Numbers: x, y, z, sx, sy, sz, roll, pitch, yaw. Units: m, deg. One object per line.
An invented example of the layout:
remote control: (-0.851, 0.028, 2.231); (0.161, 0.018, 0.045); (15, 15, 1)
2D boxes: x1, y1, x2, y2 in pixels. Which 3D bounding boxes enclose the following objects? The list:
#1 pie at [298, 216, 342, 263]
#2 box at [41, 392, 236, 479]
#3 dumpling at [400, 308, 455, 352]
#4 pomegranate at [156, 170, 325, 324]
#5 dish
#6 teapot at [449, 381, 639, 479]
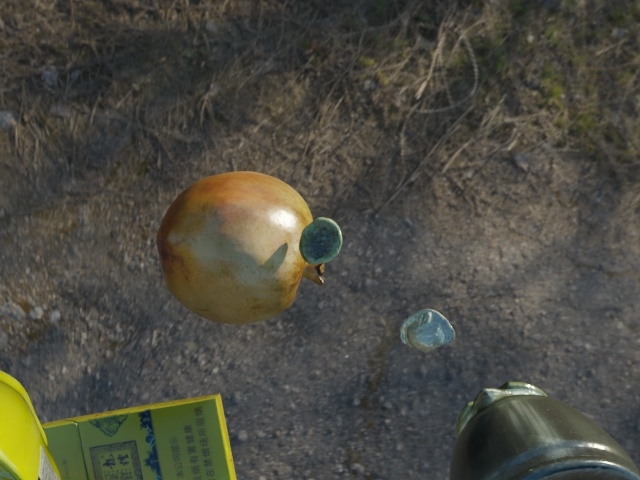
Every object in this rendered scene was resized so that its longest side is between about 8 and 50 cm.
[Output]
pie: (0.000, 0.000, 1.404); (0.085, 0.017, 0.085); (-7, 70, 21)
box: (-0.267, 0.319, 1.194); (0.279, 0.041, 0.152); (-10, 91, 4)
dumpling: (0.161, 0.138, 1.266); (0.052, 0.076, 0.057); (-36, 112, -24)
pomegranate: (-0.140, 0.015, 1.541); (0.320, 0.319, 0.318); (5, 71, -16)
dish: (-0.340, 0.204, 0.806); (0.221, 0.262, 0.108); (0, 42, 18)
teapot: (0.308, 0.324, 1.099); (0.322, 0.239, 0.239); (30, 21, -22)
